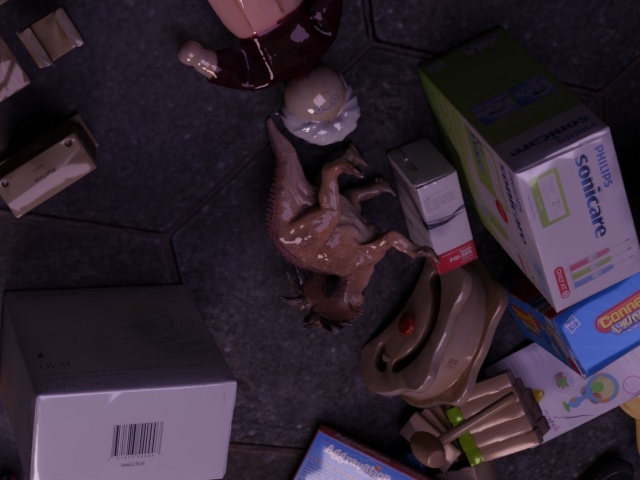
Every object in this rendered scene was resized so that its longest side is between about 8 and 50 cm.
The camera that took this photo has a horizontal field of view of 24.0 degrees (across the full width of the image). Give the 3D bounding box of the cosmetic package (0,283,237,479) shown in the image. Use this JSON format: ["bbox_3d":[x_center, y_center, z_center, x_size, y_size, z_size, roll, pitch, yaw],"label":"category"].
[{"bbox_3d":[-0.238,0.162,1.723,0.224,0.225,0.138,-2,118,-22],"label":"cosmetic package"}]

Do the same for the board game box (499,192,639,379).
[{"bbox_3d":[0.394,0.028,1.854,0.308,0.302,0.086,-32,98,-2],"label":"board game box"}]

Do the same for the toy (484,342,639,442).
[{"bbox_3d":[0.359,0.172,2.069,0.237,0.056,0.137,-30,102,9],"label":"toy"}]

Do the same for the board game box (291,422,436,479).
[{"bbox_3d":[0.095,0.367,2.015,0.281,0.027,0.145,27,114,1],"label":"board game box"}]

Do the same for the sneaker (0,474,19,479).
[{"bbox_3d":[-0.493,0.376,1.823,0.299,0.121,0.112,-33,84,-13],"label":"sneaker"}]

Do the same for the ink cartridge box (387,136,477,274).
[{"bbox_3d":[0.136,-0.043,1.830,0.056,0.099,0.135,-23,126,-8],"label":"ink cartridge box"}]

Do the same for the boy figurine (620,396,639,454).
[{"bbox_3d":[0.516,0.255,2.173,0.285,0.092,0.177,26,107,-32],"label":"boy figurine"}]

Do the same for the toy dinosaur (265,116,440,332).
[{"bbox_3d":[0.000,0.000,1.792,0.200,0.127,0.296,-38,121,11],"label":"toy dinosaur"}]

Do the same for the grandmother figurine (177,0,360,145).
[{"bbox_3d":[-0.058,-0.241,1.634,0.207,0.104,0.342,-28,124,6],"label":"grandmother figurine"}]

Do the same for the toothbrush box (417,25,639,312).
[{"bbox_3d":[0.239,-0.088,1.733,0.122,0.283,0.206,-27,127,-6],"label":"toothbrush box"}]

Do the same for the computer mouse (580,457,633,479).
[{"bbox_3d":[0.373,0.407,2.245,0.071,0.041,0.242,32,110,-35],"label":"computer mouse"}]

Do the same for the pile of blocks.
[{"bbox_3d":[0.173,0.306,2.072,0.362,0.149,0.112,-51,168,23],"label":"pile of blocks"}]

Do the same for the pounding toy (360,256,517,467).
[{"bbox_3d":[0.161,0.149,1.940,0.154,0.154,0.270,22,90,-31],"label":"pounding toy"}]

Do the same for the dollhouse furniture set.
[{"bbox_3d":[-0.341,-0.162,1.567,0.212,0.161,0.242,-32,104,-2],"label":"dollhouse furniture set"}]
